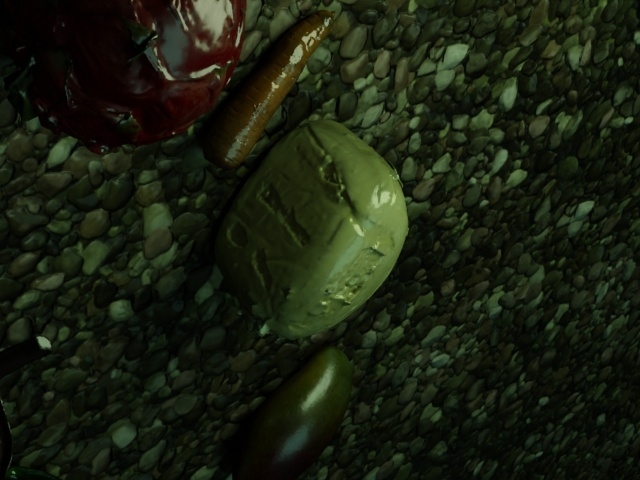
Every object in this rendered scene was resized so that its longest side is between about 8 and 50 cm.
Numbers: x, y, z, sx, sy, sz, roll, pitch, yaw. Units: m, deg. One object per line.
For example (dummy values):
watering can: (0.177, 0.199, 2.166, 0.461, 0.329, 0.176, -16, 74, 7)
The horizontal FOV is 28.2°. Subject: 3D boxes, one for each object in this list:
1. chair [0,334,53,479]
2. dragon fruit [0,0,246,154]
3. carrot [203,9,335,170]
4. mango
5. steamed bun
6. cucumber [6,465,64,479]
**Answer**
chair: (-0.444, 0.241, 1.483, 0.176, 0.183, 0.326, -7, 169, -43)
dragon fruit: (-0.188, -0.231, 1.247, 0.244, 0.244, 0.298, 28, 79, -52)
carrot: (-0.063, -0.190, 1.563, 0.248, 0.059, 0.059, -54, 143, -2)
mango: (-0.041, 0.279, 1.924, 0.267, 0.111, 0.133, -54, 131, -4)
steamed bun: (0.000, 0.000, 1.638, 0.166, 0.232, 0.273, 28, 100, -46)
cucumber: (-0.365, 0.329, 1.699, 0.184, 0.033, 0.036, 43, 66, -54)
